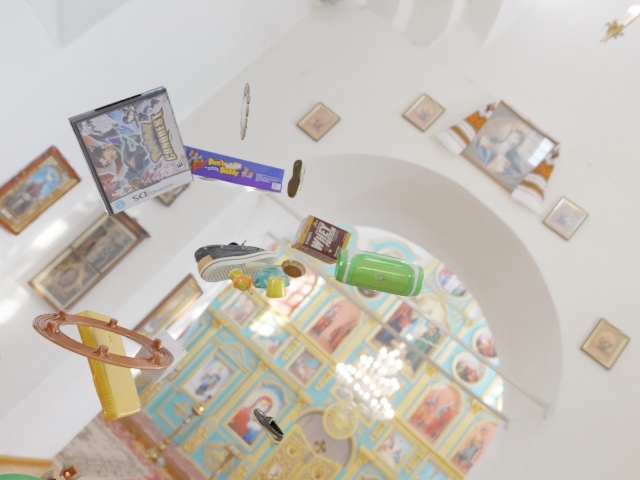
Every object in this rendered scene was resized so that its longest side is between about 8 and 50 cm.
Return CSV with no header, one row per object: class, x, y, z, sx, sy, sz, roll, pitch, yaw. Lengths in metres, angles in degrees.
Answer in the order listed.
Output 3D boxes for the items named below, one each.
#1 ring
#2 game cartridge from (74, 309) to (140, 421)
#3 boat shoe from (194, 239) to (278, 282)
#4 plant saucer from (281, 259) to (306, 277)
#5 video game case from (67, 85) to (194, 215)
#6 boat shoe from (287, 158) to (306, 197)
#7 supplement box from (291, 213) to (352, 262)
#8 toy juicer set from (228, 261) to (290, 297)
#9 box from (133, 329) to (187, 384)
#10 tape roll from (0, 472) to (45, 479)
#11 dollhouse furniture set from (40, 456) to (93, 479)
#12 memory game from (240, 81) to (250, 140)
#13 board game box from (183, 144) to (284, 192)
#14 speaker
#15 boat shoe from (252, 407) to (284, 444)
ring,-0.510,0.230,1.371,0.336,0.032,0.336,22,-1,1
game cartridge,-0.647,0.384,1.754,0.285,0.052,0.324,104,-33,-76
boat shoe,-0.379,0.087,2.641,0.500,0.187,0.156,-2,47,-54
plant saucer,-0.087,0.094,1.815,0.083,0.015,0.084,10,-43,10
video game case,-0.478,-0.229,1.482,0.035,0.248,0.275,38,-33,45
boat shoe,-0.087,-0.230,2.175,0.056,0.153,0.048,2,-15,29
supplement box,0.000,0.000,2.396,0.194,0.129,0.191,24,-11,-9
toy juicer set,-0.207,0.139,1.975,0.209,0.090,0.329,3,9,2
box,-0.462,0.333,1.641,0.102,0.101,0.087,44,-63,4
tape roll,-0.644,0.632,1.128,0.321,0.321,0.077,48,-39,-10
dollhouse furniture set,-0.819,0.872,1.799,0.262,0.259,0.135,47,-53,17
memory game,-0.244,-0.417,1.851,0.012,0.187,0.186,4,-12,-15
board game box,-0.321,-0.220,1.802,0.346,0.078,0.233,10,-1,-33
speaker,0.203,0.113,1.990,0.296,0.131,0.131,12,-19,-5
boat shoe,-0.178,0.638,1.993,0.152,0.049,0.056,44,17,24
